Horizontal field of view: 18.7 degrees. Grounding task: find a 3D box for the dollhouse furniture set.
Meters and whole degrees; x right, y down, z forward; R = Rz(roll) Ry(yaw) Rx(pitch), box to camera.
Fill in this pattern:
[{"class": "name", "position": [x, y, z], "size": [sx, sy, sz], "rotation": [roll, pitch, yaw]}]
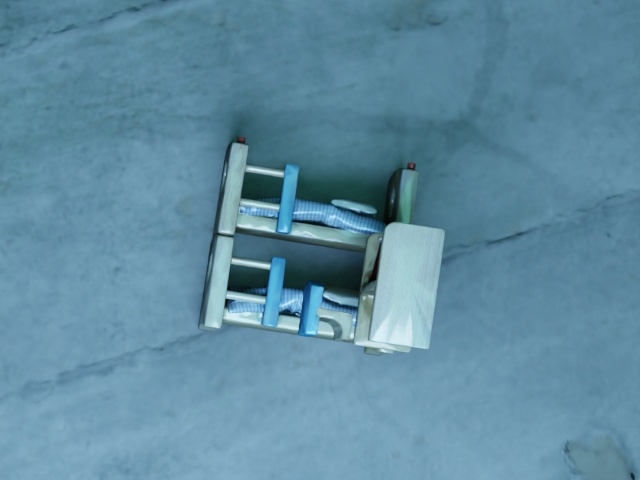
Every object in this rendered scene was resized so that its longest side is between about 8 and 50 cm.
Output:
[{"class": "dollhouse furniture set", "position": [0.000, 0.000, 1.251], "size": [0.129, 0.183, 0.129], "rotation": [9, 84, -7]}]
